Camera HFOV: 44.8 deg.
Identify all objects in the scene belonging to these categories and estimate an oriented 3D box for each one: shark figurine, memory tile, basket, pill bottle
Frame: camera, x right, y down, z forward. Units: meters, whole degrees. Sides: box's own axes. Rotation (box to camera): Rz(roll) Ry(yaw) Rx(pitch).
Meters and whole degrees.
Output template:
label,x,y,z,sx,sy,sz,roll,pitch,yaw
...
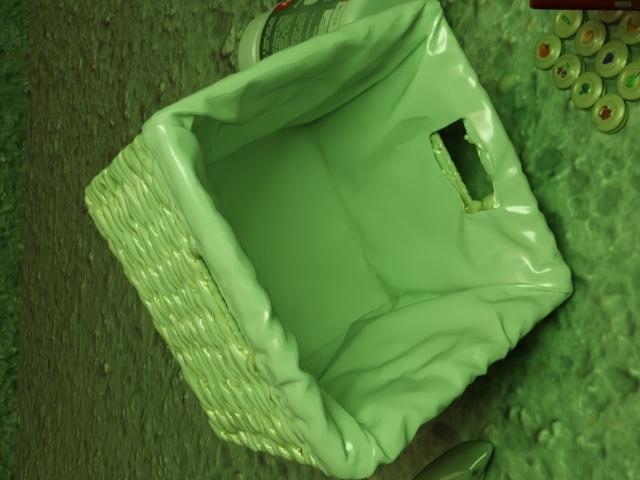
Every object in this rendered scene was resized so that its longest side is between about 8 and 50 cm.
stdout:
label,x,y,z,sx,sy,sz,roll,pitch,yaw
shark figurine,0.075,0.335,0.809,0.166,0.116,0.278,-24,42,58
memory tile,0.272,-0.186,0.754,0.113,0.012,0.148,-58,42,32
basket,0.000,0.000,0.754,0.266,0.331,0.328,-19,101,56
pill bottle,0.017,-0.242,1.001,0.283,0.161,0.161,15,97,55

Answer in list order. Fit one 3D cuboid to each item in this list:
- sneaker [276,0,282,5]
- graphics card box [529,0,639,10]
label,x,y,z,sx,sy,sz,roll,pitch,yaw
sneaker,-0.039,-0.356,1.186,0.217,0.079,0.121,-44,47,32
graphics card box,0.290,-0.361,0.582,0.233,0.094,0.370,5,89,15
